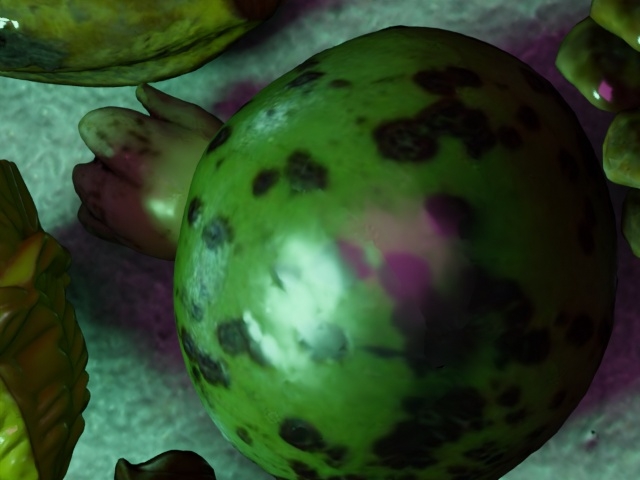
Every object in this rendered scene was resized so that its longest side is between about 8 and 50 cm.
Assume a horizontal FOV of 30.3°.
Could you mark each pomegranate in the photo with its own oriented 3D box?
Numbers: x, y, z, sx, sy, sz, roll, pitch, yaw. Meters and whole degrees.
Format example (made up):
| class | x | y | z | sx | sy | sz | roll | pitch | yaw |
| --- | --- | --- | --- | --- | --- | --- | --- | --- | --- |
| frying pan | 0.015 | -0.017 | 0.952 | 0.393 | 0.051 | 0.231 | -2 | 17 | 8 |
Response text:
| class | x | y | z | sx | sy | sz | roll | pitch | yaw |
| --- | --- | --- | --- | --- | --- | --- | --- | --- | --- |
| pomegranate | 0.010 | -0.013 | 0.609 | 0.242 | 0.242 | 0.306 | -44 | 70 | 4 |

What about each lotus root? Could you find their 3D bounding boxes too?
| class | x | y | z | sx | sy | sz | roll | pitch | yaw |
| --- | --- | --- | --- | --- | --- | --- | --- | --- | --- |
| lotus root | -0.162 | -0.177 | 0.675 | 0.291 | 0.193 | 0.193 | 15 | 88 | 11 |

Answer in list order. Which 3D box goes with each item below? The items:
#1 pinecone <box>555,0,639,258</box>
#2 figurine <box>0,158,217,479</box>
| class | x | y | z | sx | sy | sz | roll | pitch | yaw |
| --- | --- | --- | --- | --- | --- | --- | --- | --- | --- |
| pinecone | 0.325 | -0.079 | 0.504 | 0.398 | 0.398 | 0.397 | -1 | 85 | 10 |
| figurine | -0.127 | 0.132 | 0.601 | 0.187 | 0.168 | 0.315 | -36 | 95 | 31 |
